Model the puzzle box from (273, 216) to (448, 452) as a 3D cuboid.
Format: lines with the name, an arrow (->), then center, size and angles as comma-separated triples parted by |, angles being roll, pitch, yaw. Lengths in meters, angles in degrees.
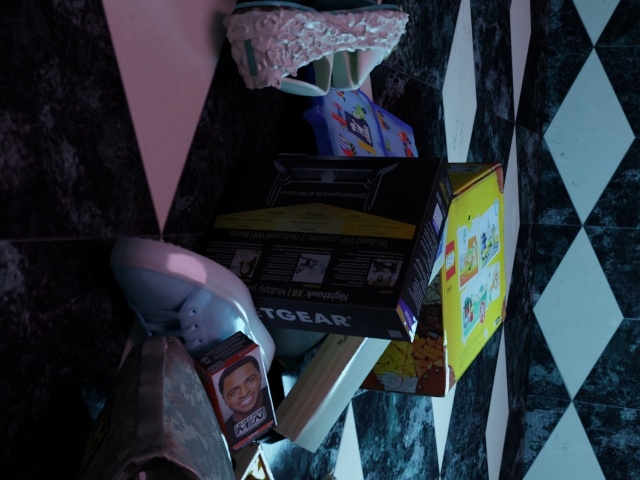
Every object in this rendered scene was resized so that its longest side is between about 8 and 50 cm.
puzzle box -> 0.071, 0.148, 1.408 | 0.408, 0.052, 0.272 | -54, 165, -11

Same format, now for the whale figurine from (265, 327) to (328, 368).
whale figurine -> -0.018, 0.093, 1.361 | 0.272, 0.141, 0.216 | 11, 83, -64

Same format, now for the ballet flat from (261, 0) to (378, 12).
ballet flat -> -0.015, -0.418, 1.340 | 0.400, 0.139, 0.139 | -19, 111, -68

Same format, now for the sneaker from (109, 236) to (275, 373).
sneaker -> -0.153, 0.132, 1.083 | 0.366, 0.135, 0.150 | 57, 41, -52

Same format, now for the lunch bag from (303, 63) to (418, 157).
lunch bag -> 0.052, -0.144, 1.467 | 0.293, 0.138, 0.220 | 37, 37, -50

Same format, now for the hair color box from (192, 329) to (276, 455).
hair color box -> -0.101, 0.185, 1.064 | 0.072, 0.043, 0.141 | -31, 132, -27

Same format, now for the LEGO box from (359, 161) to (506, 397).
LEGO box -> 0.234, 0.056, 1.841 | 0.500, 0.193, 0.372 | -28, 116, -62

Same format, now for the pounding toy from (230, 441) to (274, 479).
pounding toy -> -0.118, 0.353, 1.232 | 0.130, 0.100, 0.141 | -59, 144, -46

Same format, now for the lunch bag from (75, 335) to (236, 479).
lunch bag -> -0.172, 0.270, 0.941 | 0.235, 0.169, 0.286 | -108, -168, -67

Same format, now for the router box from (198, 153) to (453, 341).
router box -> 0.000, 0.000, 1.185 | 0.081, 0.309, 0.242 | 62, 40, -48

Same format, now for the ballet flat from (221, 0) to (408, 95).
ballet flat -> 0.002, -0.285, 1.337 | 0.409, 0.147, 0.146 | -18, 110, -52

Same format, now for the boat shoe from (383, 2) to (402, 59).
boat shoe -> 0.134, -0.401, 1.732 | 0.048, 0.056, 0.153 | 60, 34, -44

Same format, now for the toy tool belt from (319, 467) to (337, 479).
toy tool belt -> 0.023, 0.454, 1.619 | 0.051, 0.052, 0.083 | -59, 146, -30

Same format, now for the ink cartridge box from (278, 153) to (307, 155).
ink cartridge box -> -0.037, -0.118, 1.401 | 0.083, 0.048, 0.028 | 28, 67, -65
